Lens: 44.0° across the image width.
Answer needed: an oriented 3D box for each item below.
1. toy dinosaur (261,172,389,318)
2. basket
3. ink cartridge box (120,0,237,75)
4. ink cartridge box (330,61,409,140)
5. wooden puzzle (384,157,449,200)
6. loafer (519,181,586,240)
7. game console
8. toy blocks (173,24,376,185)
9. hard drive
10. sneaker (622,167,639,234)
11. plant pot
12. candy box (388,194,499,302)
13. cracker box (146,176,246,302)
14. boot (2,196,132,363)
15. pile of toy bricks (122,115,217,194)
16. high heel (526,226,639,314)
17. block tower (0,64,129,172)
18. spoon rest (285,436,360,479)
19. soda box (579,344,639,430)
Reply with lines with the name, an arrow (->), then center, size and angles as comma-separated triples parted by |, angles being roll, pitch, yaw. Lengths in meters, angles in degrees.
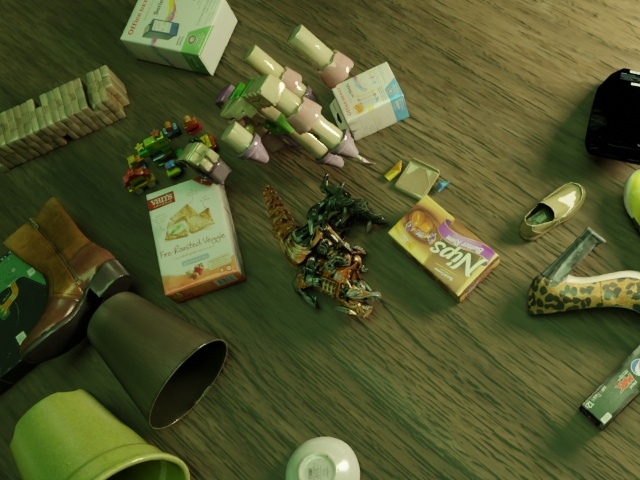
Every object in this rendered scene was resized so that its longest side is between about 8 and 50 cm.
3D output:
toy dinosaur -> 0.000, 0.000, 1.515 | 0.322, 0.164, 0.218 | 40, 100, 2
basket -> -0.324, 0.209, 1.515 | 0.227, 0.154, 0.204 | 35, 81, 26
ink cartridge box -> -0.321, -0.478, 1.795 | 0.212, 0.093, 0.154 | 16, 76, 21
ink cartridge box -> 0.093, -0.278, 1.617 | 0.143, 0.090, 0.092 | -24, 66, 4
wooden puzzle -> 0.192, -0.121, 1.577 | 0.116, 0.014, 0.078 | 37, 87, 23
loafer -> 0.433, -0.056, 1.471 | 0.148, 0.050, 0.056 | -42, 66, -3
game console -> 0.677, -0.204, 1.441 | 0.361, 0.044, 0.213 | 15, 56, 15
toy blocks -> -0.065, -0.205, 1.545 | 0.309, 0.260, 0.288 | -59, 25, -12
hard drive -> -0.623, 0.141, 1.659 | 0.339, 0.064, 0.237 | -40, 66, -2
sneaker -> 0.670, 0.005, 1.336 | 0.145, 0.147, 0.385 | -38, 64, 1
plant pot -> -0.418, 0.411, 1.420 | 0.276, 0.276, 0.254 | -47, 55, -6
candy box -> 0.231, 0.015, 1.495 | 0.109, 0.053, 0.186 | -44, 65, -4
cracker box -> -0.255, -0.007, 1.618 | 0.155, 0.067, 0.232 | -19, 66, 6
boot -> -0.555, 0.074, 1.581 | 0.280, 0.096, 0.264 | 38, 83, 24
pile of toy bricks -> -0.339, -0.198, 1.689 | 0.212, 0.105, 0.118 | -28, 66, 3
high heel -> 0.502, 0.126, 1.389 | 0.261, 0.093, 0.186 | 43, 108, 11
block tower -> -0.604, -0.273, 1.791 | 0.335, 0.097, 0.091 | -24, 66, 6
spoon rest -> 0.001, 0.478, 1.380 | 0.137, 0.084, 0.276 | -5, 56, 11
soda box -> 0.514, 0.241, 1.336 | 0.169, 0.060, 0.053 | -43, 65, -3
